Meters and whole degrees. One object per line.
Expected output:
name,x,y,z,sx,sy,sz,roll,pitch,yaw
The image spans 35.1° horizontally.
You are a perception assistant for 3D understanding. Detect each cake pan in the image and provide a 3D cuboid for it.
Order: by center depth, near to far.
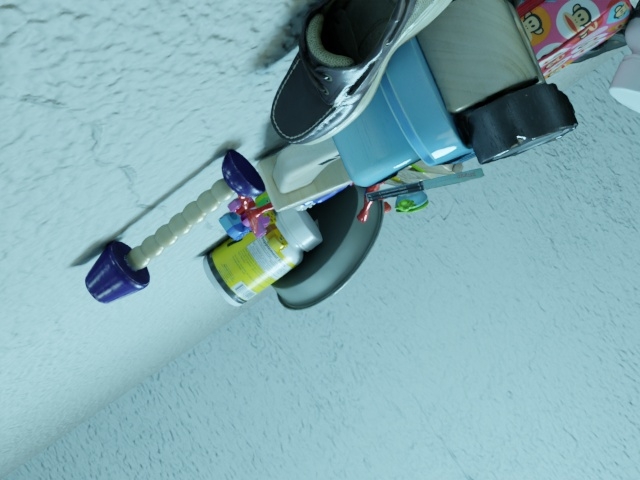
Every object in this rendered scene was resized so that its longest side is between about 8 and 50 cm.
cake pan,0.000,0.000,1.963,0.293,0.054,0.293,-37,-149,26

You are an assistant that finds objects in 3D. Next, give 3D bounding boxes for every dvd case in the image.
dvd case,0.120,-0.064,1.178,0.087,0.013,0.119,-13,-177,-29

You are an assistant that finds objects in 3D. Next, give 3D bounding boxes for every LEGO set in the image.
LEGO set,-0.086,-0.030,1.725,0.087,0.093,0.227,-38,173,31

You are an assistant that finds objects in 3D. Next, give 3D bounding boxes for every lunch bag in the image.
lunch bag,0.373,-0.335,1.664,0.258,0.120,0.293,-35,175,13

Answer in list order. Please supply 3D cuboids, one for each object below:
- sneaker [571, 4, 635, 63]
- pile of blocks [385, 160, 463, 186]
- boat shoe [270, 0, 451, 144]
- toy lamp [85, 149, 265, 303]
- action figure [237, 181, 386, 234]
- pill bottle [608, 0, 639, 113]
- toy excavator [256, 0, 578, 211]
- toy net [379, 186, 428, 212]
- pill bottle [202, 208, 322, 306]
sneaker,0.584,-0.441,2.166,0.286,0.109,0.130,-18,172,-37
pile of blocks,0.170,-0.185,1.910,0.362,0.149,0.112,165,-53,-78
boat shoe,0.022,-0.194,0.994,0.092,0.103,0.285,-17,161,-46
toy lamp,-0.200,-0.012,1.337,0.275,0.080,0.080,-38,173,14
action figure,0.023,-0.072,1.576,0.280,0.091,0.139,-23,138,-2
pill bottle,0.610,-0.369,1.597,0.361,0.204,0.204,-65,171,3
toy excavator,0.069,-0.154,1.251,0.445,0.222,0.433,-22,178,18
toy net,0.100,-0.071,2.076,0.232,0.045,0.122,-3,-150,24
pill bottle,-0.107,0.021,1.900,0.208,0.119,0.119,-35,174,10
